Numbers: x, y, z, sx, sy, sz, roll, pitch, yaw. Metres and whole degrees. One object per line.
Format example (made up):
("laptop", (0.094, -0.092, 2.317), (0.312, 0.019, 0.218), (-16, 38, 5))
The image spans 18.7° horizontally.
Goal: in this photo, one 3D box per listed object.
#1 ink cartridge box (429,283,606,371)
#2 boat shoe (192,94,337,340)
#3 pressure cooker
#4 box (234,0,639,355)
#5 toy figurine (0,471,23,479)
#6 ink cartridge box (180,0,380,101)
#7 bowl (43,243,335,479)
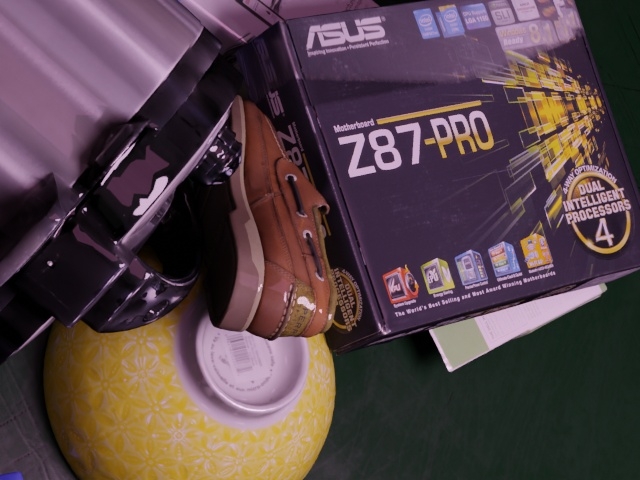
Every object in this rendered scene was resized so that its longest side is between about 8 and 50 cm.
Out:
("ink cartridge box", (0.172, 0.026, 2.043), (0.235, 0.056, 0.171), (-25, 86, -32))
("boat shoe", (-0.051, -0.016, 1.770), (0.104, 0.111, 0.307), (13, 39, -17))
("pressure cooker", (-0.268, -0.096, 1.649), (0.420, 0.375, 0.370), (41, 56, -10))
("box", (0.136, -0.081, 1.953), (0.395, 0.097, 0.318), (-12, 79, -37))
("toy figurine", (-0.321, 0.296, 1.654), (0.362, 0.191, 0.217), (-9, 41, -15))
("ink cartridge box", (-0.062, -0.233, 1.982), (0.203, 0.086, 0.148), (37, 60, -15))
("bowl", (-0.095, 0.119, 1.803), (0.289, 0.156, 0.289), (10, 68, -26))
